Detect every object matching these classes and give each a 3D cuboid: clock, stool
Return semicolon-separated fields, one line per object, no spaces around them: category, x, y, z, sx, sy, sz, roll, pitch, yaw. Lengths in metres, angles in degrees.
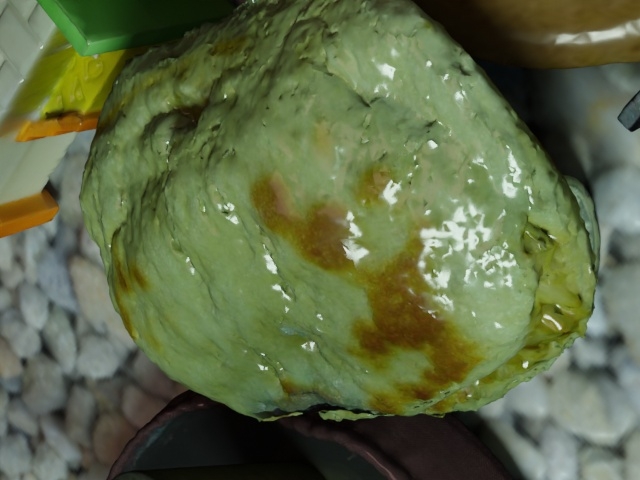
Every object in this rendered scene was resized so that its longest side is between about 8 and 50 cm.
clock;-0.199;-0.104;1.002;0.220;0.106;0.255;51;129;16
stool;-0.032;0.202;0.903;0.272;0.178;0.272;10;108;34

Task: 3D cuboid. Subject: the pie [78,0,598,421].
pie;0.000;0.000;0.787;0.248;0.090;0.201;-18;108;45

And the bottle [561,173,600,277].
bottle;0.025;0.004;0.882;0.201;0.072;0.072;2;102;36

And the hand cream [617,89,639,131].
hand cream;0.214;0.021;0.774;0.234;0.050;0.080;46;119;10

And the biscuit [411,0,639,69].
biscuit;0.121;-0.235;0.666;0.381;0.074;0.359;-35;116;26
